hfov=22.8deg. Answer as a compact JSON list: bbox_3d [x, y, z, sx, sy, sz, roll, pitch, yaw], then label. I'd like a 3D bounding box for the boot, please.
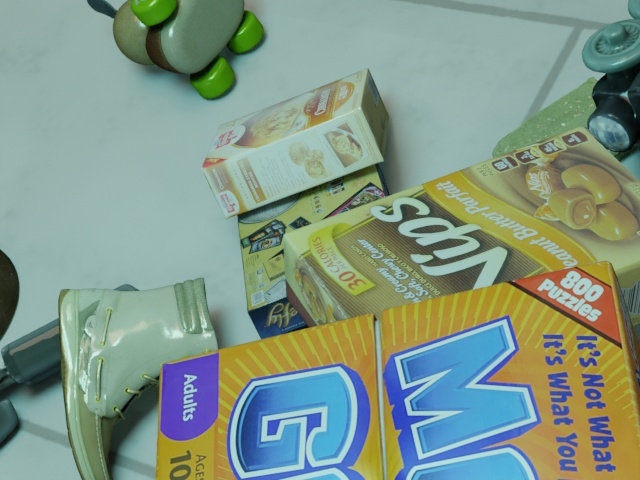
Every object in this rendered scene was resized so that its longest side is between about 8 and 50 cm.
[{"bbox_3d":[-0.179,0.146,1.626,0.165,0.077,0.213,-6,75,-7],"label":"boot"}]

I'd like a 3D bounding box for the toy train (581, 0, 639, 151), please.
[{"bbox_3d":[0.405,-0.204,1.587,0.190,0.142,0.334,12,51,45],"label":"toy train"}]

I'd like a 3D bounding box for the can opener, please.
[{"bbox_3d":[-0.304,0.142,1.707,0.280,0.074,0.093,-32,82,-1],"label":"can opener"}]

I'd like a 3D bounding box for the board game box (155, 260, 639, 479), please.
[{"bbox_3d":[0.104,0.293,1.197,0.356,0.356,0.357,-14,49,13],"label":"board game box"}]

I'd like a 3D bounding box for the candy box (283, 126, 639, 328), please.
[{"bbox_3d":[0.147,0.025,1.395,0.316,0.088,0.183,-20,45,-19],"label":"candy box"}]

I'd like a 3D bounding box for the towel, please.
[{"bbox_3d":[0.266,-0.105,1.674,0.148,0.027,0.110,-35,49,-8],"label":"towel"}]

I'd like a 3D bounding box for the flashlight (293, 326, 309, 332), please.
[{"bbox_3d":[0.120,0.085,1.538,0.304,0.103,0.103,-18,77,12],"label":"flashlight"}]

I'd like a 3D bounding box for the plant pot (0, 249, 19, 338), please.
[{"bbox_3d":[-0.484,0.019,1.764,0.215,0.230,0.215,-12,49,14],"label":"plant pot"}]

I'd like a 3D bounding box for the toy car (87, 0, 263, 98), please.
[{"bbox_3d":[-0.195,-0.269,1.939,0.188,0.155,0.149,5,55,42],"label":"toy car"}]

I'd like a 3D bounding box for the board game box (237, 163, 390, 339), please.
[{"bbox_3d":[0.000,0.000,1.640,0.165,0.042,0.243,-22,27,6],"label":"board game box"}]

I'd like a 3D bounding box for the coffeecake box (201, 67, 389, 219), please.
[{"bbox_3d":[-0.025,-0.107,1.730,0.185,0.068,0.142,-20,20,13],"label":"coffeecake box"}]
